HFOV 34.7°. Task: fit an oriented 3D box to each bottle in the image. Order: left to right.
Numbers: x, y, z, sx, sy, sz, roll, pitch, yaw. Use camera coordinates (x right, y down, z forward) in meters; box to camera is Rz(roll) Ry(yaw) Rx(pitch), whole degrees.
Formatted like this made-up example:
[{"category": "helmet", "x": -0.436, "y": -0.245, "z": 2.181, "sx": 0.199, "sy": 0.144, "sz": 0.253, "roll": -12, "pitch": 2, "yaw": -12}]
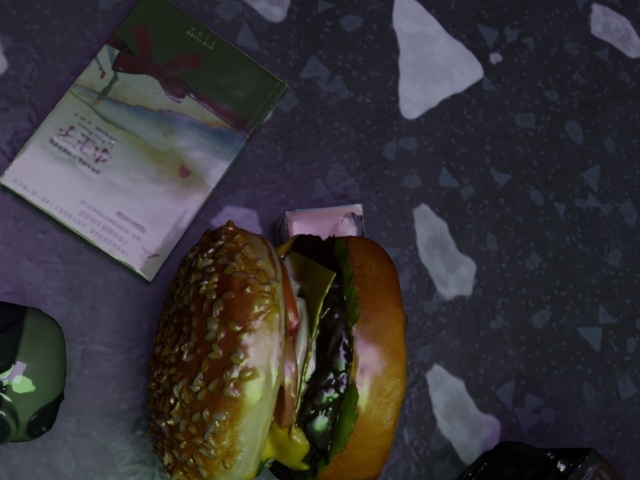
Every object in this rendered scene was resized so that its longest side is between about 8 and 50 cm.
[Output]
[{"category": "bottle", "x": -0.412, "y": 0.095, "z": 0.968, "sx": 0.347, "sy": 0.168, "sz": 0.168, "roll": 18, "pitch": 76, "yaw": -14}]

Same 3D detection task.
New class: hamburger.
[{"category": "hamburger", "x": -0.053, "y": 0.121, "z": 1.013, "sx": 0.225, "sy": 0.291, "sz": 0.290, "roll": 8, "pitch": 78, "yaw": -20}]

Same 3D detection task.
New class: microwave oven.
[{"category": "microwave oven", "x": 0.228, "y": 0.330, "z": 1.072, "sx": 0.188, "sy": 0.247, "sz": 0.178, "roll": 43, "pitch": 69, "yaw": -6}]

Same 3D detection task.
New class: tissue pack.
[{"category": "tissue pack", "x": 0.000, "y": 0.000, "z": 1.160, "sx": 0.095, "sy": 0.059, "sz": 0.074, "roll": -6, "pitch": 84, "yaw": -17}]

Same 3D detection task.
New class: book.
[{"category": "book", "x": -0.191, "y": -0.123, "z": 1.144, "sx": 0.201, "sy": 0.026, "sz": 0.289, "roll": 35, "pitch": 72, "yaw": -9}]
